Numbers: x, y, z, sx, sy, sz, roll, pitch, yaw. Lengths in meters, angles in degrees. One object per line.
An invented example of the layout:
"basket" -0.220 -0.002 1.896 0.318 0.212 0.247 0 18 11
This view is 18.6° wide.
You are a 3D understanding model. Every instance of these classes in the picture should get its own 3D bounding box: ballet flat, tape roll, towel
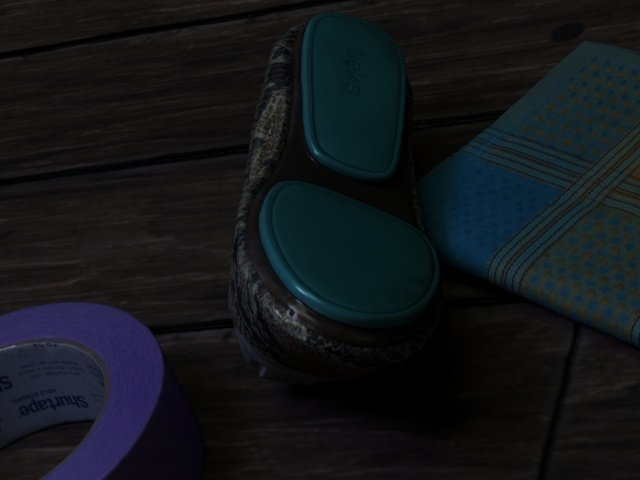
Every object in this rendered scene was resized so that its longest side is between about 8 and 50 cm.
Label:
"ballet flat" 0.000 0.000 1.502 0.164 0.182 0.483 20 30 -11
"tape roll" -0.229 0.167 1.461 0.274 0.090 0.275 -15 34 10
"towel" 0.255 -0.031 1.500 0.271 0.040 0.370 -39 38 -22
